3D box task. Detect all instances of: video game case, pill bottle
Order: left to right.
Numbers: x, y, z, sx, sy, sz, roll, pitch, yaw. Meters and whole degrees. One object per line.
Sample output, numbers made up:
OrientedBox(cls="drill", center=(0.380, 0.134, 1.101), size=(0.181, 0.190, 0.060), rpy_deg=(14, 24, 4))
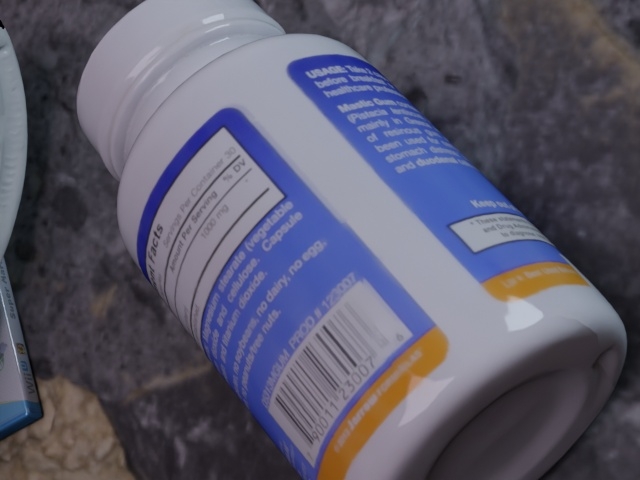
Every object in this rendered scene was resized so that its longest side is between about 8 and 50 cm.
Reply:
OrientedBox(cls="video game case", center=(-0.236, 0.055, 0.906), size=(0.119, 0.015, 0.166), rpy_deg=(-29, 66, 24))
OrientedBox(cls="pill bottle", center=(0.000, 0.000, 0.690), size=(0.152, 0.152, 0.272), rpy_deg=(-49, 58, 14))

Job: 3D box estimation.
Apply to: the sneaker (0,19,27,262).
OrientedBox(cls="sneaker", center=(-0.312, 0.009, 0.875), size=(0.236, 0.130, 0.323), rpy_deg=(7, 89, 29))
